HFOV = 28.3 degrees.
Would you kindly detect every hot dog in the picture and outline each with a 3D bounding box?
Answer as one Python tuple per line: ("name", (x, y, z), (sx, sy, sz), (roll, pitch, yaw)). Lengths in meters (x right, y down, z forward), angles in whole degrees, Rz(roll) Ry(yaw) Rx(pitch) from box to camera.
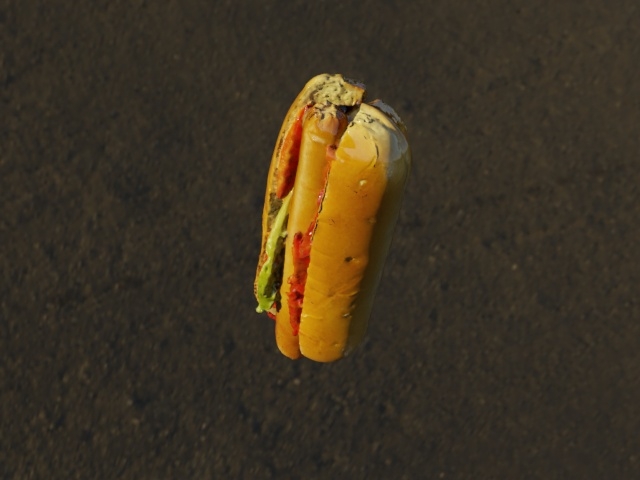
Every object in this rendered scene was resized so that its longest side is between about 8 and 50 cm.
("hot dog", (0.000, 0.000, 0.778), (0.062, 0.236, 0.092), (-32, 58, -33))
